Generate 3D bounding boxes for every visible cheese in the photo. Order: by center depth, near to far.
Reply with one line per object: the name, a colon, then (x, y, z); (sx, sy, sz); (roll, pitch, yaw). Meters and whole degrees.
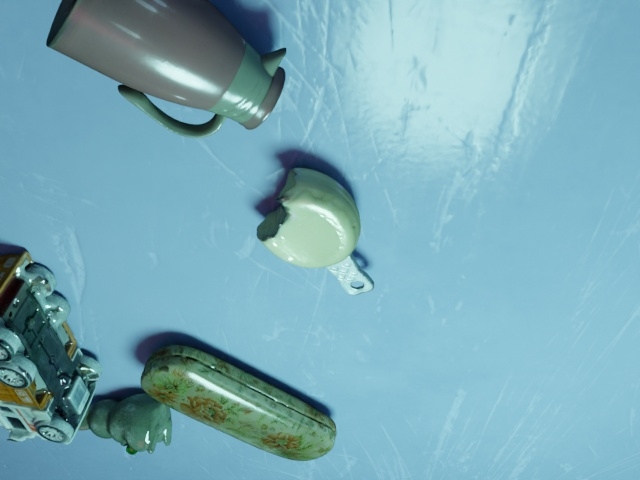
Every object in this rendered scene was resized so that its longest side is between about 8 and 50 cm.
cheese: (0.018, -0.005, 1.173); (0.249, 0.071, 0.163); (32, 132, -25)

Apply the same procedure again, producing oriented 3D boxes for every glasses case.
glasses case: (-0.154, 0.328, 1.531); (0.425, 0.098, 0.156); (32, 136, -25)

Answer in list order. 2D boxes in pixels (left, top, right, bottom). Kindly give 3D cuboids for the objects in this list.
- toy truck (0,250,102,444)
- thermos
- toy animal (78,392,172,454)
toy truck: (-0.558, 0.203, 1.399); (0.207, 0.173, 0.387); (3, 135, 13)
thermos: (-0.175, -0.219, 0.920); (0.265, 0.146, 0.176); (28, 127, -30)
toy animal: (-0.418, 0.369, 1.625); (0.236, 0.138, 0.108); (13, -177, 26)
